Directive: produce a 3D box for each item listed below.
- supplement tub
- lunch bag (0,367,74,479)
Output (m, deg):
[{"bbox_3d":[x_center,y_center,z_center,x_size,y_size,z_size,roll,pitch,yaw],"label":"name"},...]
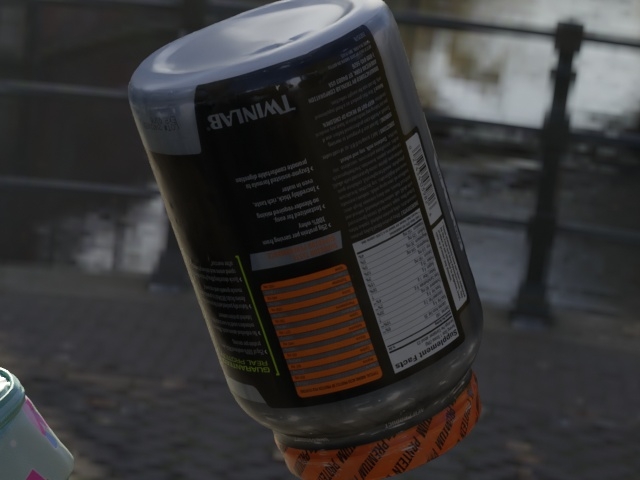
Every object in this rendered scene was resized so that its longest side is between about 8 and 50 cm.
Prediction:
[{"bbox_3d":[0.000,0.000,1.357,0.193,0.316,0.193,-15,19,5],"label":"supplement tub"},{"bbox_3d":[-0.321,0.188,1.454,0.224,0.108,0.279,-47,24,-25],"label":"lunch bag"}]
